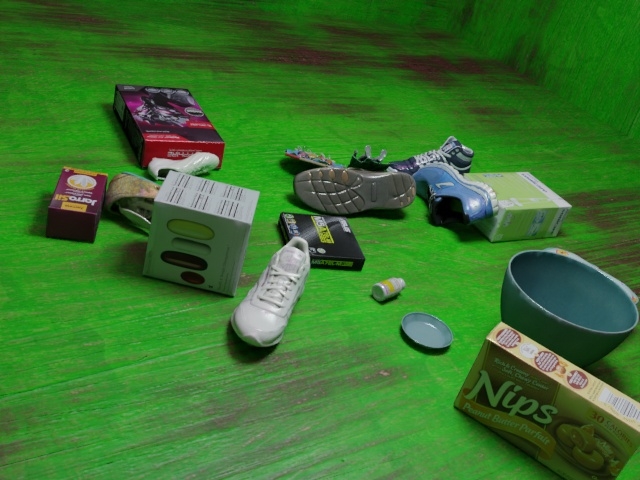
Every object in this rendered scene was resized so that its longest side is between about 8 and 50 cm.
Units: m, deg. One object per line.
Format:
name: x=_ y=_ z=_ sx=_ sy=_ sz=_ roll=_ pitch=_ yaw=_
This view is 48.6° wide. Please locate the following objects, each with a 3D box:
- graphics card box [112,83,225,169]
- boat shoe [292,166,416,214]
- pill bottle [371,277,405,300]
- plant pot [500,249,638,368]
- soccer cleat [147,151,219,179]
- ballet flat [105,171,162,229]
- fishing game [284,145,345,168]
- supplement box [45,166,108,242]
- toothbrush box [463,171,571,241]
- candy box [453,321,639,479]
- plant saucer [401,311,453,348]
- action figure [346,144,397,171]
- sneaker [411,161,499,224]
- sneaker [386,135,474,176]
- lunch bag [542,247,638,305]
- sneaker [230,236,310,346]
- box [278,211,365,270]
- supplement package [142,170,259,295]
graphics card box: x=-0.445 y=-0.333 z=2.051 sx=0.233 sy=0.094 sz=0.371 roll=-2 pitch=35 yaw=-28
boat shoe: x=0.088 y=-0.141 z=1.997 sx=0.356 sy=0.132 sz=0.130 roll=3 pitch=7 yaw=-16
pill bottle: x=0.162 y=0.113 z=1.672 sx=0.083 sy=0.043 sz=0.043 roll=-15 pitch=43 yaw=-42
plant pot: x=0.525 y=0.183 z=1.586 sx=0.290 sy=0.195 sz=0.290 roll=12 pitch=32 yaw=-7
soccer cleat: x=-0.361 y=-0.191 z=1.895 sx=0.196 sy=0.068 sz=0.076 roll=-9 pitch=44 yaw=-25
ballet flat: x=-0.337 y=-0.061 z=1.664 sx=0.349 sy=0.123 sz=0.123 roll=16 pitch=31 yaw=-2
fishing game: x=-0.014 y=-0.250 z=2.105 sx=0.189 sy=0.041 sz=0.264 roll=18 pitch=11 yaw=5
supplement box: x=-0.550 y=-0.083 z=1.607 sx=0.104 sy=0.080 sz=0.188 roll=9 pitch=32 yaw=-14
toothbrush box: x=0.578 y=-0.107 z=2.150 sx=0.283 sy=0.122 sz=0.206 roll=-6 pitch=38 yaw=-32
candy box: x=0.431 y=0.317 z=1.336 sx=0.316 sy=0.182 sz=0.088 roll=32 pitch=33 yaw=24
plant saucer: x=0.235 y=0.206 z=1.579 sx=0.119 sy=0.021 sz=0.119 roll=12 pitch=32 yaw=-8
action figure: x=0.132 y=-0.228 z=2.094 sx=0.137 sy=0.063 sz=0.232 roll=16 pitch=-9 yaw=-9
sneaker: x=0.358 y=-0.132 z=2.065 sx=0.147 sy=0.129 sz=0.330 roll=-26 pitch=30 yaw=-21
sneaker: x=0.354 y=-0.258 z=2.255 sx=0.282 sy=0.153 sz=0.099 roll=7 pitch=32 yaw=-15
lunch bag: x=0.637 y=0.136 z=1.803 sx=0.224 sy=0.107 sz=0.279 roll=-21 pitch=46 yaw=-42
sneaker: x=-0.098 y=0.097 z=1.468 sx=0.114 sy=0.152 sz=0.305 roll=21 pitch=32 yaw=3
box: x=0.000 y=0.000 z=1.775 sx=0.184 sy=0.045 sz=0.190 roll=3 pitch=34 yaw=-17
supplement package: x=-0.256 y=-0.016 z=1.530 sx=0.203 sy=0.194 sz=0.149 roll=13 pitch=30 yaw=-5
